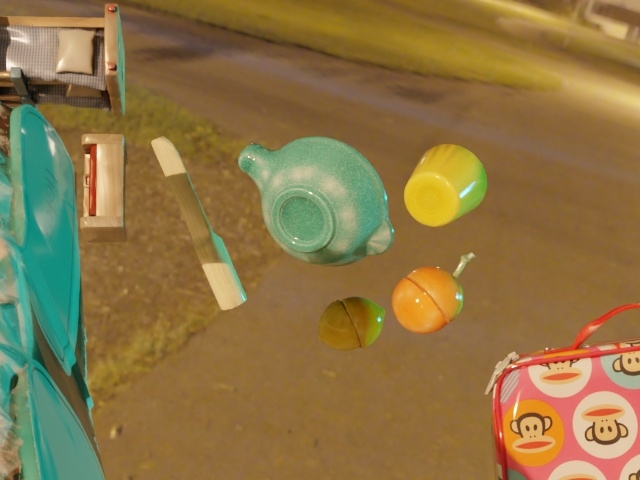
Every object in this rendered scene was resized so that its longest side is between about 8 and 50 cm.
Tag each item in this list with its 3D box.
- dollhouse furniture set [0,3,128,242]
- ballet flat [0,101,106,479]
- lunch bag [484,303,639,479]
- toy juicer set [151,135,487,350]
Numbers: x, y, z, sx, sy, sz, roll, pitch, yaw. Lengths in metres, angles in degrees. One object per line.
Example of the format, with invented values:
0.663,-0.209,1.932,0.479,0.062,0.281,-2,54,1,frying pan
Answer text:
-0.236,-0.100,0.987,0.129,0.184,0.129,-1,-10,-7,dollhouse furniture set
-0.173,0.086,0.555,0.147,0.147,0.409,10,36,-24,ballet flat
0.317,0.193,1.138,0.293,0.258,0.120,-6,-7,8,lunch bag
0.000,0.000,1.116,0.329,0.209,0.089,7,24,23,toy juicer set
